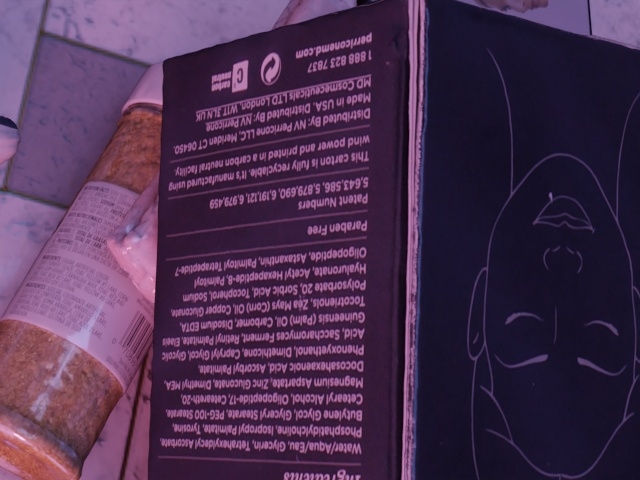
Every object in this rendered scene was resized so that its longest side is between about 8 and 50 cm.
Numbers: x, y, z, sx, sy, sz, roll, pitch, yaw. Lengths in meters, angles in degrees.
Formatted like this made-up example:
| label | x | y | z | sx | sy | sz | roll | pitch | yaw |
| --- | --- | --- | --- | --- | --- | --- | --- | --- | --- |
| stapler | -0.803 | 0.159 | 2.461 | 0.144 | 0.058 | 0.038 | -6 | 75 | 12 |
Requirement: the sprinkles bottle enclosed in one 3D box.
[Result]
| label | x | y | z | sx | sy | sz | roll | pitch | yaw |
| --- | --- | --- | --- | --- | --- | --- | --- | --- | --- |
| sprinkles bottle | -0.170 | 0.023 | 1.394 | 0.121 | 0.121 | 0.355 | 33 | 65 | -12 |

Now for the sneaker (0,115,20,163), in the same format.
| label | x | y | z | sx | sy | sz | roll | pitch | yaw |
| --- | --- | --- | --- | --- | --- | --- | --- | --- | --- |
| sneaker | -0.325 | 0.004 | 1.349 | 0.235 | 0.094 | 0.153 | -25 | 88 | -27 |

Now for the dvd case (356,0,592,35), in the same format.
| label | x | y | z | sx | sy | sz | roll | pitch | yaw |
| --- | --- | --- | --- | --- | --- | --- | --- | --- | --- |
| dvd case | 0.153 | -0.203 | 1.653 | 0.253 | 0.022 | 0.180 | 4 | 75 | -22 |

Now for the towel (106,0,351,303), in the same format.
| label | x | y | z | sx | sy | sz | roll | pitch | yaw |
| --- | --- | --- | --- | --- | --- | --- | --- | --- | --- |
| towel | 0.000 | 0.000 | 1.443 | 0.332 | 0.053 | 0.317 | 52 | 58 | -32 |

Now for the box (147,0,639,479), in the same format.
| label | x | y | z | sx | sy | sz | roll | pitch | yaw |
| --- | --- | --- | --- | --- | --- | --- | --- | --- | --- |
| box | 0.138 | 0.104 | 1.309 | 0.479 | 0.297 | 0.472 | 8 | 79 | -41 |
